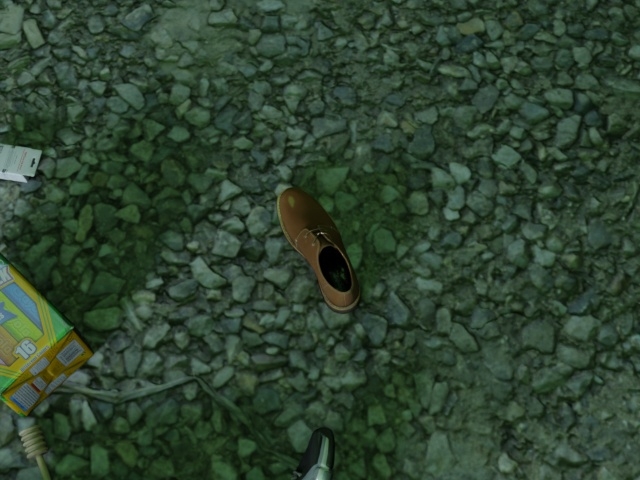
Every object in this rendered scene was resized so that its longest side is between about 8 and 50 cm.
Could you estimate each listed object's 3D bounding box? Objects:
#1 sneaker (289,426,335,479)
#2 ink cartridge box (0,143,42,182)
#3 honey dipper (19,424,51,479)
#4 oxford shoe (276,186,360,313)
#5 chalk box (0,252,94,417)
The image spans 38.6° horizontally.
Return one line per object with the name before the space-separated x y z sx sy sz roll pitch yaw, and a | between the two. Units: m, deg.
sneaker | -0.059 0.345 1.178 0.132 0.086 0.229 10 68 5
ink cartridge box | -0.467 -0.118 1.391 0.083 0.028 0.048 9 68 3
honey dipper | -0.361 0.324 1.210 0.030 0.030 0.161 -21 73 -10
oxford shoe | 0.000 0.000 1.329 0.076 0.076 0.212 -27 69 -10
chalk box | -0.437 0.112 1.241 0.213 0.132 0.132 40 72 15
